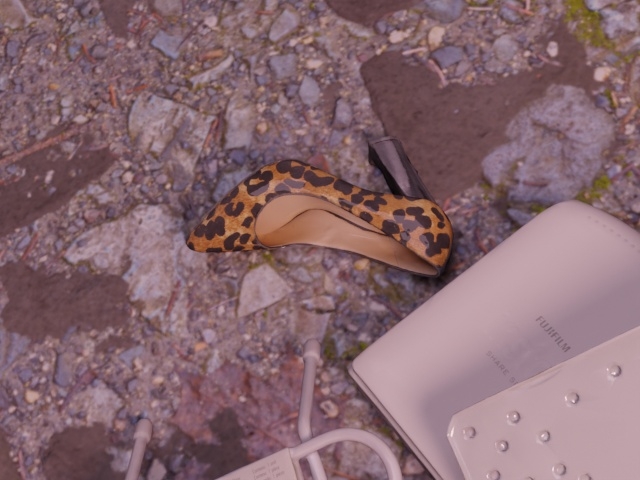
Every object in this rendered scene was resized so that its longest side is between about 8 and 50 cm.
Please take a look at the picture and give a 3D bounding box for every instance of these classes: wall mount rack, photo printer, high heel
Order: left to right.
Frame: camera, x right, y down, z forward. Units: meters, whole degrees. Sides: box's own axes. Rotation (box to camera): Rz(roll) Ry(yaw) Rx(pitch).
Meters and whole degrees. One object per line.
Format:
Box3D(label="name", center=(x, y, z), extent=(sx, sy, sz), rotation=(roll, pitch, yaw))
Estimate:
Box3D(label="wall mount rack", center=(-0.078, 0.249, 1.420), extent=(0.350, 0.130, 0.304), rotation=(-26, 60, 13))
Box3D(label="high heel", center=(0.000, 0.000, 1.558), extent=(0.261, 0.093, 0.186), rotation=(-22, 50, -5))
Box3D(label="photo printer", center=(0.216, 0.120, 1.412), extent=(0.307, 0.107, 0.256), rotation=(-37, 57, -4))

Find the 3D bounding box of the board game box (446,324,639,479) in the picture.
Box3D(label="board game box", center=(0.347, 0.242, 1.199), extent=(0.390, 0.050, 0.390), rotation=(-28, 77, 20))
